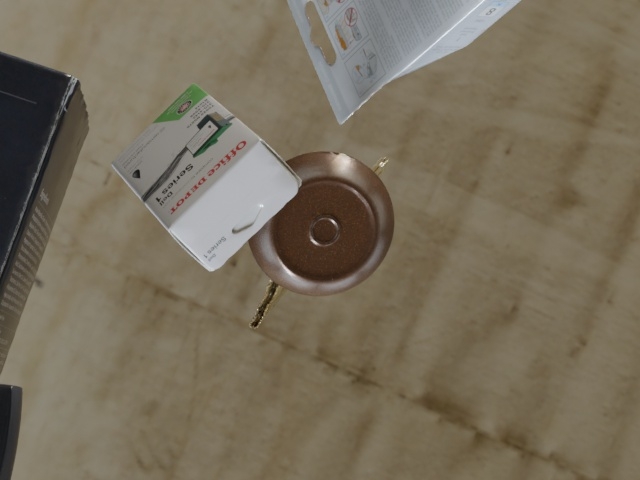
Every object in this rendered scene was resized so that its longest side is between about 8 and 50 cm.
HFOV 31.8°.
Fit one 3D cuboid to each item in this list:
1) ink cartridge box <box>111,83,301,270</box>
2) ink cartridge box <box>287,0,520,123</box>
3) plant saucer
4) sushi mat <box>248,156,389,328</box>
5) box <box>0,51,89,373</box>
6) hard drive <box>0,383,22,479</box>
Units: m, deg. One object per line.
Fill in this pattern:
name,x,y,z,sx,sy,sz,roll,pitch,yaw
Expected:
ink cartridge box,-0.146,-0.083,1.408,0.160,0.092,0.219,-45,-142,-3
ink cartridge box,0.113,-0.404,1.744,0.385,0.091,0.308,-38,-112,45
plant saucer,0.003,-0.017,1.474,0.198,0.199,0.036,-64,-165,9
sushi mat,0.000,0.000,1.703,0.316,0.019,0.151,-48,171,-39
box,-0.614,-0.045,1.487,0.297,0.480,0.471,139,-31,-80
hard drive,-0.648,0.378,2.068,0.054,0.172,0.254,113,-17,-64
